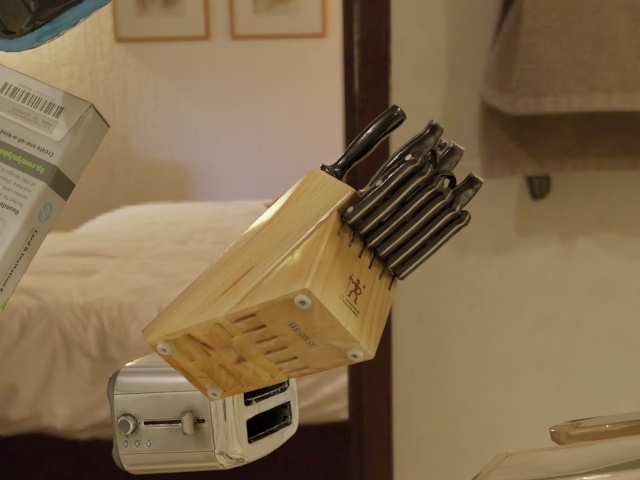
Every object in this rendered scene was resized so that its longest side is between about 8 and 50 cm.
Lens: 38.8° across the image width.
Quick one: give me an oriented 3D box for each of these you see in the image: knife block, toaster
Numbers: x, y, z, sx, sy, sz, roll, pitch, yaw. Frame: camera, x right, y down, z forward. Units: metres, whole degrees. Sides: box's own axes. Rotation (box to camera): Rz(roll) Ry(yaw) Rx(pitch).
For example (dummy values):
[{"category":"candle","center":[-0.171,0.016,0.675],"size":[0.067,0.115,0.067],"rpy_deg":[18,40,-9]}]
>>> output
[{"category":"knife block","center":[0.000,0.000,0.790],"size":[0.275,0.088,0.242],"rpy_deg":[-21,32,37]},{"category":"toaster","center":[-0.121,0.185,1.021],"size":[0.146,0.129,0.227],"rpy_deg":[-5,-2,24]}]

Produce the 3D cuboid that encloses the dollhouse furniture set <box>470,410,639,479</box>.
[{"category":"dollhouse furniture set","center":[0.206,0.288,0.496],"size":[0.173,0.356,0.303],"rpy_deg":[-13,-5,23]}]

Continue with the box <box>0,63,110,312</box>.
[{"category":"box","center":[-0.239,-0.026,0.564],"size":[0.145,0.186,0.038],"rpy_deg":[23,-14,15]}]

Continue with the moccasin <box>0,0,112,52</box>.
[{"category":"moccasin","center":[-0.058,-0.226,0.470],"size":[0.342,0.117,0.138],"rpy_deg":[-32,19,2]}]
